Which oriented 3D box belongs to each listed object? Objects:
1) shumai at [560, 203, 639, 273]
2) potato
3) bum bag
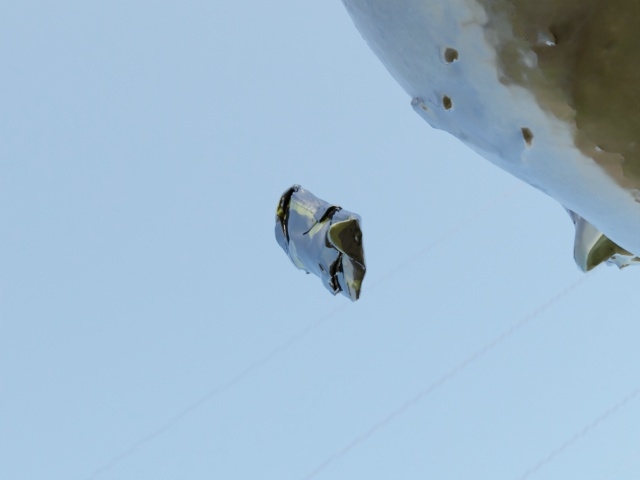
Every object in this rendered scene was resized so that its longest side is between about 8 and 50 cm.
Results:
[{"bbox_3d":[0.266,-0.131,0.731,0.323,0.324,0.397,-37,-31,32],"label":"shumai"},{"bbox_3d":[0.120,-0.073,0.380,0.262,0.165,0.165,19,-81,-21],"label":"potato"},{"bbox_3d":[0.000,0.000,1.284,0.060,0.232,0.107,-6,-77,-18],"label":"bum bag"}]
